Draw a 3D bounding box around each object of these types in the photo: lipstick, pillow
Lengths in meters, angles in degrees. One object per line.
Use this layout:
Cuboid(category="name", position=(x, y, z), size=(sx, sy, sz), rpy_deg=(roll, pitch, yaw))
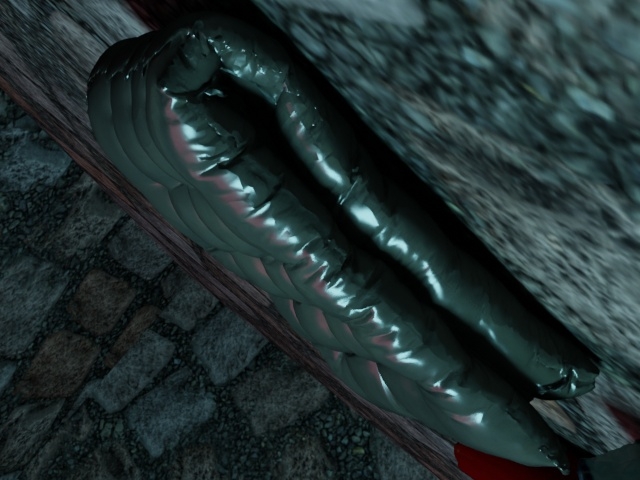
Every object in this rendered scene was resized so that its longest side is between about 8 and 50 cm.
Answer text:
Cuboid(category="lipstick", position=(0.216, 0.217, 0.912), size=(0.073, 0.073, 0.280), rpy_deg=(45, 169, -27))
Cuboid(category="pillow", position=(0.000, 0.000, 0.672), size=(0.326, 0.101, 0.228), rpy_deg=(42, 168, -20))

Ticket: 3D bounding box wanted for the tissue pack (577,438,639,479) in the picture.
Cuboid(category="tissue pack", position=(0.231, 0.257, 0.664), size=(0.173, 0.073, 0.235), rpy_deg=(-108, -2, -66))
